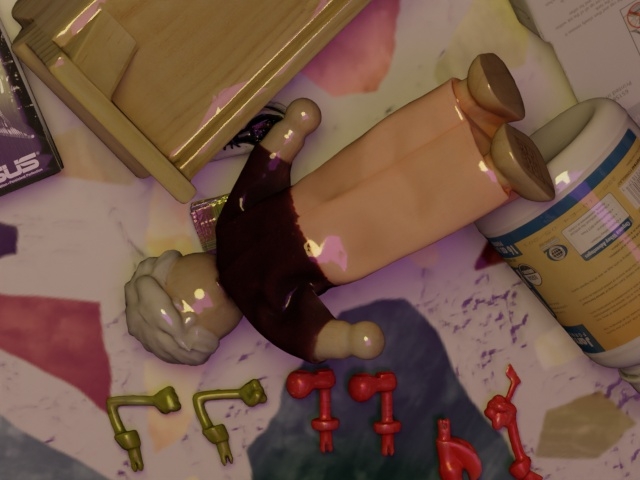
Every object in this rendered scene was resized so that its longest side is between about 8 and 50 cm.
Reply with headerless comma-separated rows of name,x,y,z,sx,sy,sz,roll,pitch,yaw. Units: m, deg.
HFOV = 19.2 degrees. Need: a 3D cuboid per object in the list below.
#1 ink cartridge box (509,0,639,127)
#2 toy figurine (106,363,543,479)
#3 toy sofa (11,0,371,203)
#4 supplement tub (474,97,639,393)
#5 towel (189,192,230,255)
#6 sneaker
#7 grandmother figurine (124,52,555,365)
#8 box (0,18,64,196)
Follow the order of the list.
ink cartridge box,0.276,-0.237,1.474,0.275,0.060,0.239,-33,123,-3
toy figurine,0.015,0.208,1.410,0.363,0.217,0.191,-1,97,-9
toy sofa,-0.047,-0.214,1.389,0.362,0.177,0.150,-45,117,-2
supplement tub,0.228,0.006,1.452,0.144,0.144,0.199,-42,100,-1
towel,-0.062,0.001,1.478,0.060,0.009,0.083,-20,100,-6
sneaker,-0.073,-0.081,1.449,0.109,0.044,0.040,-18,102,-4
grandmother figurine,0.000,0.000,1.391,0.342,0.207,0.104,-27,144,21
box,-0.331,-0.092,1.404,0.231,0.056,0.183,-22,100,-5
